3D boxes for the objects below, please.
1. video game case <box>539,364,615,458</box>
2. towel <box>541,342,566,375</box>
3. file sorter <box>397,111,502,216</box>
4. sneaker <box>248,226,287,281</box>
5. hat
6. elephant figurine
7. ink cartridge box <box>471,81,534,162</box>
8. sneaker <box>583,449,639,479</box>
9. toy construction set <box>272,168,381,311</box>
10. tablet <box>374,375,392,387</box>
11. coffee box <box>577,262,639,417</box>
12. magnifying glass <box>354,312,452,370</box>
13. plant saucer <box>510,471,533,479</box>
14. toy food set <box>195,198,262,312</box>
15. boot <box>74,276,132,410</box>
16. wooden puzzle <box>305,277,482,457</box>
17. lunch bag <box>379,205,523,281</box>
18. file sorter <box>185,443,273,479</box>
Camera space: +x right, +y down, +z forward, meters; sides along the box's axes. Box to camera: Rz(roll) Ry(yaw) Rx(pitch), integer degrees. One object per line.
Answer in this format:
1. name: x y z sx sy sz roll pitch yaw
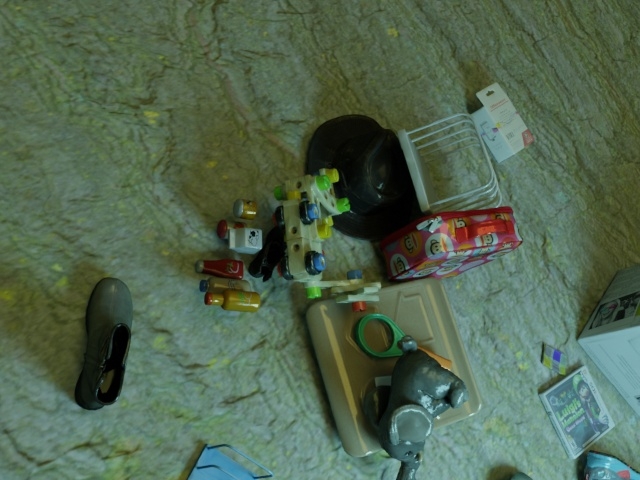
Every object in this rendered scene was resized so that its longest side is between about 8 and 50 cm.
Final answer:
1. video game case: 0.652 0.430 1.756 0.190 0.022 0.173 -20 82 -35
2. towel: 0.601 0.306 1.783 0.083 0.009 0.060 31 57 -17
3. file sorter: 0.309 -0.159 1.612 0.277 0.173 0.193 24 48 -70
4. sneaker: -0.096 0.022 1.433 0.051 0.089 0.170 39 56 -12
5. hat: 0.124 -0.171 1.616 0.331 0.134 0.332 11 66 -26
6. elephant figurine: 0.167 0.345 1.345 0.186 0.169 0.239 37 77 19
7. ink cartridge box: 0.497 -0.332 1.942 0.115 0.067 0.198 -32 90 -36
8. sneaker: 0.740 0.621 1.705 0.261 0.104 0.125 32 75 -12
9. toy construction set: 0.000 0.000 1.420 0.215 0.151 0.328 19 47 -65
10. tablet: 0.152 0.306 1.430 0.083 0.006 0.054 0 71 -27
11. coffee box: 0.966 0.249 1.822 0.338 0.338 0.334 50 54 -5
12. magnifying glass: 0.176 0.225 1.462 0.230 0.026 0.092 26 62 -16
13. plant saucer: 0.476 0.609 1.529 0.195 0.037 0.195 32 47 -42
14. toy food set: -0.185 0.030 1.362 0.104 0.111 0.233 8 70 -29
15. boot: -0.350 0.165 1.180 0.083 0.161 0.247 15 64 -26
16. wooden puzzle: 0.154 0.263 1.499 0.347 0.080 0.322 -10 76 -29
17. lunch bag: 0.307 0.005 1.576 0.292 0.258 0.120 -6 74 -33
18. file sorter: -0.176 0.455 1.203 0.118 0.104 0.170 37 57 -13
